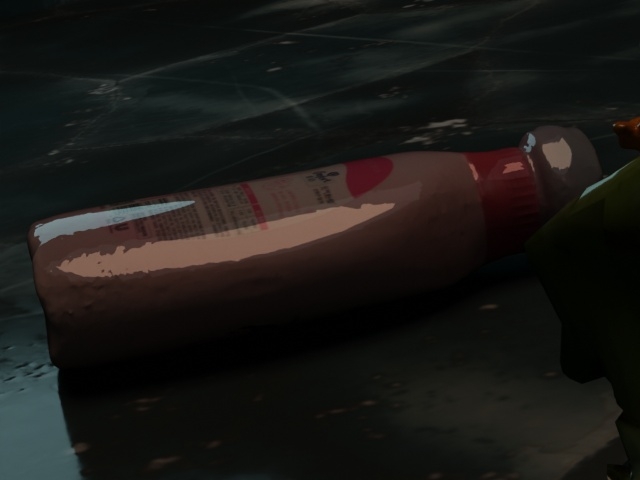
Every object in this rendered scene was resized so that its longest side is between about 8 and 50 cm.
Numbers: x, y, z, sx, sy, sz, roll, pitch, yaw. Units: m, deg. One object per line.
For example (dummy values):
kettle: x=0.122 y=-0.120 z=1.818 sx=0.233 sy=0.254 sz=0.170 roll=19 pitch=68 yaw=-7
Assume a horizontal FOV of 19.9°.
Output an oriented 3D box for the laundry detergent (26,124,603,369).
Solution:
laundry detergent: x=0.000 y=0.000 z=1.071 sx=0.335 sy=0.088 sz=0.159 roll=-11 pitch=15 yaw=-9

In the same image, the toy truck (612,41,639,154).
toy truck: x=0.251 y=-0.064 z=1.102 sx=0.135 sy=0.114 sz=0.270 roll=1 pitch=21 yaw=19

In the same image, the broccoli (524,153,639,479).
broccoli: x=0.115 y=0.105 z=0.320 sx=0.254 sy=0.269 sz=0.269 roll=-31 pitch=0 yaw=38
